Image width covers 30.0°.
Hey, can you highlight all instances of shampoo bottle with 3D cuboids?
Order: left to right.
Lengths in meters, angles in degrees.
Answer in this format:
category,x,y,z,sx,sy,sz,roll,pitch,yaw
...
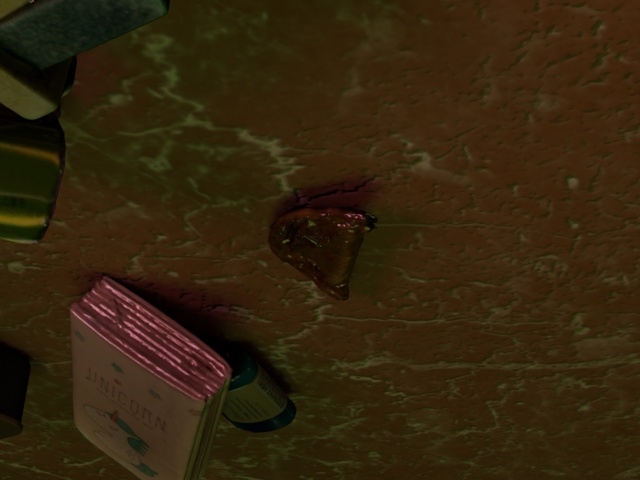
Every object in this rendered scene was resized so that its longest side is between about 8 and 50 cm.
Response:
category,x,y,z,sx,sy,sz,roll,pitch,yaw
shampoo bottle,-0.097,0.162,1.344,0.087,0.050,0.183,-4,149,21

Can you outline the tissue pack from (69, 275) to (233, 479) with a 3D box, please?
category,x,y,z,sx,sy,sz,roll,pitch,yaw
tissue pack,-0.190,0.171,1.301,0.170,0.071,0.325,35,150,10

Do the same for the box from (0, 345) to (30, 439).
category,x,y,z,sx,sy,sz,roll,pitch,yaw
box,-0.439,0.154,1.346,0.145,0.090,0.201,-21,141,38

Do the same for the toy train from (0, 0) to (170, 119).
category,x,y,z,sx,sy,sz,roll,pitch,yaw
toy train,-0.250,-0.201,0.630,0.253,0.160,0.397,-17,143,34

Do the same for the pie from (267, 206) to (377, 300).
category,x,y,z,sx,sy,sz,roll,pitch,yaw
pie,-0.002,0.000,1.067,0.088,0.033,0.191,15,155,-1

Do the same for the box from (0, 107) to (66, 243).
category,x,y,z,sx,sy,sz,roll,pitch,yaw
box,-0.353,-0.078,0.786,0.346,0.097,0.134,11,-171,-27

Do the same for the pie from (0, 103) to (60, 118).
category,x,y,z,sx,sy,sz,roll,pitch,yaw
pie,-0.276,-0.106,0.920,0.154,0.038,0.153,3,151,1
